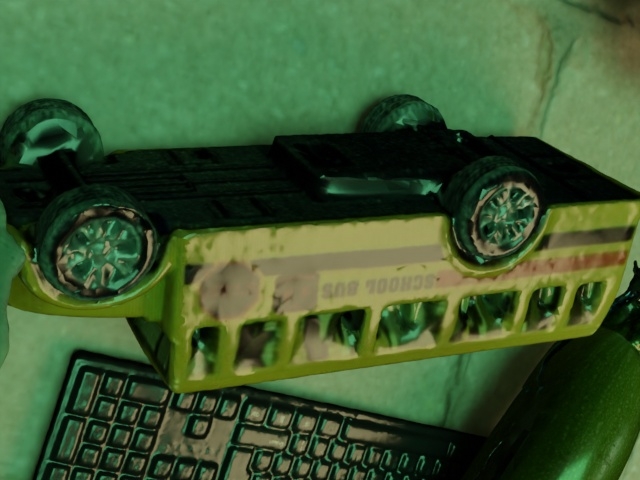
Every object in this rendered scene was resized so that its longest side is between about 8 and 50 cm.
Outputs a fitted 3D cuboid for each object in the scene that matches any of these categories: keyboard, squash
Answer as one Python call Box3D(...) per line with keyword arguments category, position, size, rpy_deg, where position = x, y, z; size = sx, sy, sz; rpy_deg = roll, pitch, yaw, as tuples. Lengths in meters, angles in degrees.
Box3D(category="keyboard", position=(-0.016, 0.143, 0.635), size=(0.310, 0.018, 0.100), rpy_deg=(17, 94, -30))
Box3D(category="squash", position=(0.126, 0.157, 0.655), size=(0.087, 0.087, 0.331), rpy_deg=(43, 79, -29))

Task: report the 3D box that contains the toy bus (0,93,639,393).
Box3D(category="toy bus", position=(0.000, 0.000, 0.552), size=(0.336, 0.121, 0.123), rpy_deg=(-5, 118, -26))

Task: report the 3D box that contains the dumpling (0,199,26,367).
Box3D(category="dumpling", position=(-0.308, -0.012, 0.357), size=(0.212, 0.270, 0.321), rpy_deg=(-46, 145, 15))
